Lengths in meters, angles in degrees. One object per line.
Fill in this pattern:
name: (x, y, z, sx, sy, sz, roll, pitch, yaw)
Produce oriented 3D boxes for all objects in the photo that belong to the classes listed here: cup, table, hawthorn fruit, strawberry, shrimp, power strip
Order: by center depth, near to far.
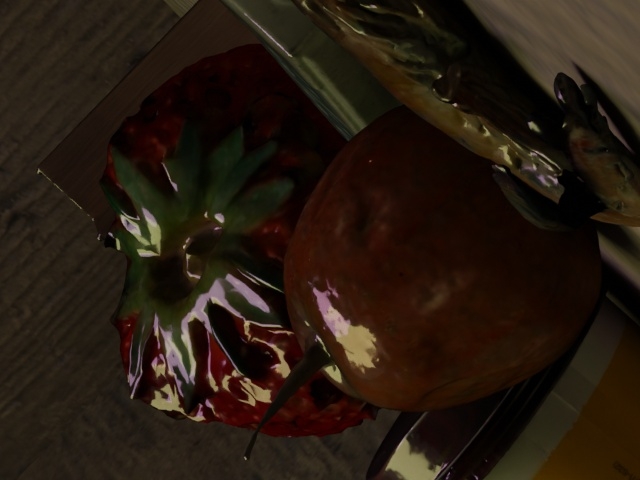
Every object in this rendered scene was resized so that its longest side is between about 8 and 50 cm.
shrimp: (0.042, -0.066, 0.663, 0.219, 0.046, 0.152, 40, -177, -25)
hawthorn fruit: (0.039, 0.011, 0.882, 0.149, 0.189, 0.149, -15, -90, -89)
power strip: (0.016, -0.089, 0.955, 0.078, 0.052, 0.272, 44, 180, 23)
cup: (0.175, 0.149, 1.055, 0.279, 0.196, 0.196, 36, 180, -1)
strawberry: (0.000, 0.000, 1.194, 0.238, 0.250, 0.288, 16, -170, 36)
table: (-0.110, -0.093, 1.511, 0.167, 0.227, 0.167, 44, -179, -1)
